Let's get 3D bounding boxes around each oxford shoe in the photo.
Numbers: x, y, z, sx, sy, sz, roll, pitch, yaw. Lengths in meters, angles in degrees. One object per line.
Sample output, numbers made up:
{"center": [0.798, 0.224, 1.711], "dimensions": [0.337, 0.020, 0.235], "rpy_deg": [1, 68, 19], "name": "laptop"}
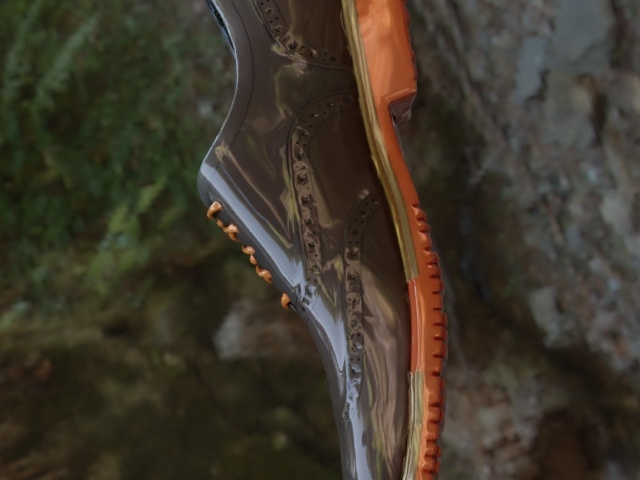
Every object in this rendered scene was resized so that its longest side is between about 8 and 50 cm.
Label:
{"center": [0.000, 0.000, 0.806], "dimensions": [0.097, 0.098, 0.271], "rpy_deg": [86, 177, -75], "name": "oxford shoe"}
